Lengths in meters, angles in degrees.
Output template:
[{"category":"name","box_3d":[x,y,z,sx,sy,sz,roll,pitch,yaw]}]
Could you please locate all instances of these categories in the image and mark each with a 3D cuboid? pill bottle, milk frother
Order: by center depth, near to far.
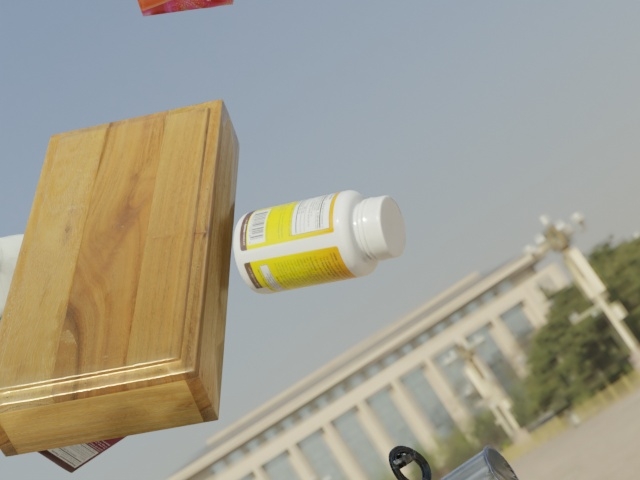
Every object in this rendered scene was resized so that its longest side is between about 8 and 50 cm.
[{"category":"milk frother","box_3d":[0.171,0.306,1.702,0.135,0.143,0.129,-37,-6,16]},{"category":"pill bottle","box_3d":[0.000,0.000,1.762,0.215,0.117,0.117,-11,-1,26]}]

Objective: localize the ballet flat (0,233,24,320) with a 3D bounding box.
[{"category":"ballet flat","box_3d":[-0.514,0.098,1.721,0.400,0.139,0.139,-51,-1,-32]}]

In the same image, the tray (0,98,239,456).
[{"category":"tray","box_3d":[-0.196,0.019,1.309,0.203,0.410,0.076,-11,-50,9]}]

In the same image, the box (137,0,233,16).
[{"category":"box","box_3d":[-0.163,-0.416,1.714,0.128,0.256,0.122,-4,-47,15]}]

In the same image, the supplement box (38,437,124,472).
[{"category":"supplement box","box_3d":[-0.321,0.238,1.909,0.188,0.104,0.081,-35,-54,18]}]
